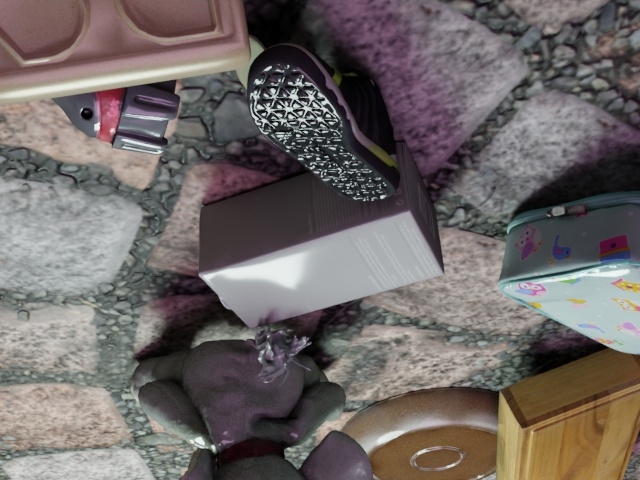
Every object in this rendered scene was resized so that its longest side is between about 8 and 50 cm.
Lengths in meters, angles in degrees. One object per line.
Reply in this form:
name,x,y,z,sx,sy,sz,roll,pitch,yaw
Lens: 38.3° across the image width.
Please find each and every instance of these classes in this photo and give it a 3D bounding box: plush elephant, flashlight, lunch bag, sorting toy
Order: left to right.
flashlight,-0.272,-0.147,0.768,0.304,0.103,0.103,9,135,-19
sorting toy,-0.219,-0.215,0.680,0.307,0.041,0.229,-9,119,-2
plush elephant,-0.087,0.258,1.118,0.272,0.255,0.330,6,163,-16
lunch bag,0.345,0.043,1.034,0.279,0.107,0.224,28,158,-31

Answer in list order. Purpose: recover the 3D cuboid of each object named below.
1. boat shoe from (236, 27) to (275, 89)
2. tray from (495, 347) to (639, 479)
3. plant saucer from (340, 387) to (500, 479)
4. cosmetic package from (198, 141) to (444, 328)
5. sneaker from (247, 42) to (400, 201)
boat shoe,-0.041,-0.145,0.846,0.049,0.042,0.133,18,152,32
tray,0.378,0.319,1.417,0.203,0.076,0.410,-20,142,-6
plant saucer,0.185,0.330,1.475,0.311,0.050,0.310,-4,142,-3
cosmetic package,0.000,0.000,0.988,0.238,0.107,0.127,-14,142,16
sneaker,0.007,-0.121,0.836,0.084,0.097,0.234,-5,154,24
